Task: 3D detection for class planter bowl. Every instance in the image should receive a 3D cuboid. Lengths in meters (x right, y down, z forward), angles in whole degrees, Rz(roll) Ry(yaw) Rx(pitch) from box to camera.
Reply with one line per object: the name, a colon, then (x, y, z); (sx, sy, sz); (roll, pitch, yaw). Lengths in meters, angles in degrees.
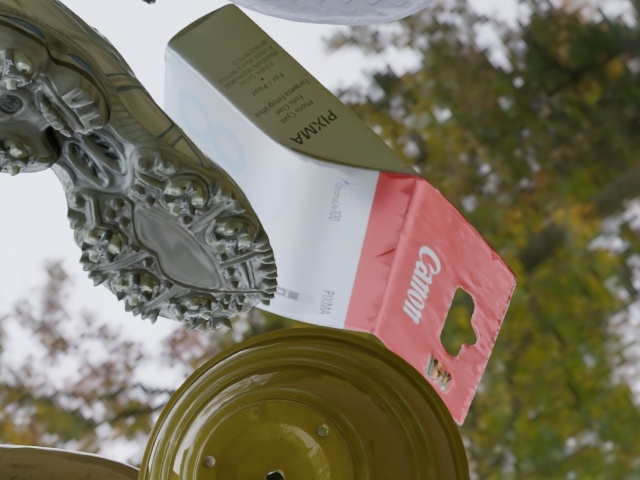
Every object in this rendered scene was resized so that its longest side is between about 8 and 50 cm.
planter bowl: (-0.020, 0.152, 1.178); (0.217, 0.217, 0.090); (62, -177, 17)

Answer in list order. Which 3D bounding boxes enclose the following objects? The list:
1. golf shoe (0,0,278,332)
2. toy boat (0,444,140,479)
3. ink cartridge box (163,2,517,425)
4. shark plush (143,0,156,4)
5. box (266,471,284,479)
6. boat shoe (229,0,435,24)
golf shoe: (-0.074, -0.039, 0.699); (0.176, 0.069, 0.086); (49, -157, -38)
toy boat: (-0.234, 0.288, 1.489); (0.268, 0.318, 0.148); (9, -132, -23)
ink cartridge box: (0.000, 0.000, 1.815); (0.385, 0.091, 0.308); (45, 154, 19)
shark plush: (-0.129, -0.255, 1.499); (0.067, 0.073, 0.161); (11, -141, -13)
box: (-0.054, 0.244, 1.721); (0.216, 0.270, 0.060); (130, 119, -76)
boat shoe: (-0.018, -0.186, 0.394); (0.335, 0.121, 0.119); (82, -166, -59)
